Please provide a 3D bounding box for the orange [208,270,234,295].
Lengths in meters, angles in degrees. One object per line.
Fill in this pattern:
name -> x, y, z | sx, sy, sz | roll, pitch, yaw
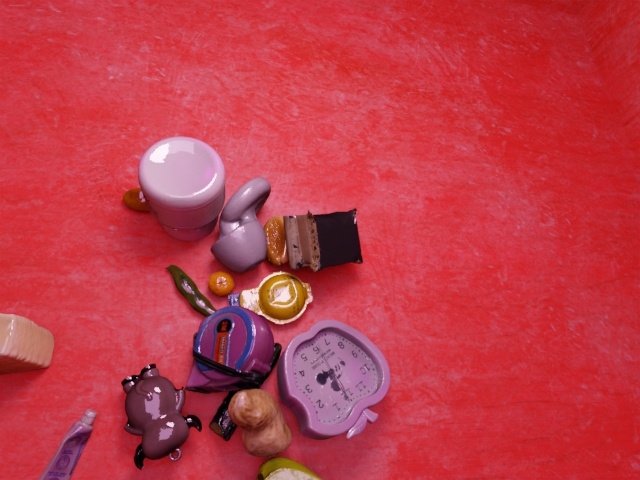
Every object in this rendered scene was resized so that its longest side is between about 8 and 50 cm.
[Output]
orange -> -0.317, 0.137, 1.292 | 0.083, 0.070, 0.083 | 4, 70, -12

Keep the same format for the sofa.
sofa -> 0.000, 0.000, 1.354 | 0.258, 0.182, 0.200 | -8, 88, -44

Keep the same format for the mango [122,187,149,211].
mango -> -0.602, -0.137, 1.351 | 0.114, 0.060, 0.080 | 14, 79, -9

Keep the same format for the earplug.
earplug -> -0.243, -0.055, 1.324 | 0.175, 0.214, 0.325 | 14, 73, -7

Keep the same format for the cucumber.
cucumber -> -0.212, 0.428, 1.187 | 0.081, 0.072, 0.303 | 6, 50, 40

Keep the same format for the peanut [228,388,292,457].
peanut -> -0.164, 0.491, 1.090 | 0.122, 0.253, 0.137 | -9, 26, 23

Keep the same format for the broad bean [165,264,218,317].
broad bean -> -0.387, 0.184, 1.270 | 0.297, 0.043, 0.060 | 44, 49, 7

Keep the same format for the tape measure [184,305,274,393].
tape measure -> -0.257, 0.311, 1.156 | 0.245, 0.149, 0.231 | -9, 57, 19

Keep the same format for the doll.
doll -> -0.441, 0.470, 1.087 | 0.182, 0.117, 0.257 | -30, 75, -20

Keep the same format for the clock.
clock -> 0.039, 0.412, 1.202 | 0.338, 0.102, 0.338 | 12, 53, -15

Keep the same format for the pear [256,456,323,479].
pear -> -0.093, 0.708, 1.046 | 0.292, 0.159, 0.292 | 7, 62, -13

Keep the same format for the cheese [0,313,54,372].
cheese -> -0.839, 0.265, 0.998 | 0.242, 0.265, 0.124 | -7, 69, -17

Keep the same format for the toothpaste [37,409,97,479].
toothpaste -> -0.661, 0.585, 1.023 | 0.075, 0.048, 0.301 | 34, 67, -28

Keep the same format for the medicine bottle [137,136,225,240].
medicine bottle -> -0.421, -0.146, 1.264 | 0.241, 0.302, 0.241 | 5, 65, -11

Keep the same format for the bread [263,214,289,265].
bread -> -0.142, 0.003, 1.385 | 0.114, 0.077, 0.189 | -10, 67, 5

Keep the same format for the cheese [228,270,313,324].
cheese -> -0.160, 0.189, 1.308 | 0.270, 0.069, 0.177 | -9, 68, -14
